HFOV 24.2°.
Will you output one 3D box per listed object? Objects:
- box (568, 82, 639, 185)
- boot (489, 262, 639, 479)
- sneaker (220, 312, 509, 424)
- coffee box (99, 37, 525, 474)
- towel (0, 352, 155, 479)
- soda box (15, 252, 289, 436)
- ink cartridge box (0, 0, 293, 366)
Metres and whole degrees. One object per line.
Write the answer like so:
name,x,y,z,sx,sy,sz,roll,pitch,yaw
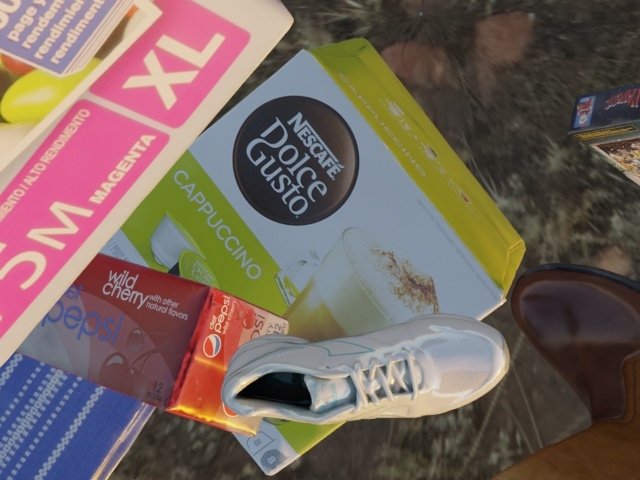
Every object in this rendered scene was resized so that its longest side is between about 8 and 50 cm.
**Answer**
box,0.372,-0.099,1.393,0.159,0.233,0.044,31,66,-35
boot,0.192,0.140,1.086,0.264,0.280,0.096,45,127,16
sneaker,0.022,0.073,0.769,0.152,0.061,0.054,-8,98,10
coffee box,0.000,0.000,1.716,0.334,0.338,0.337,-38,90,15
towel,-0.330,0.127,1.259,0.336,0.040,0.243,34,82,-2
soda box,-0.149,0.053,1.016,0.263,0.092,0.083,14,82,40
ink cartridge box,-0.164,-0.053,0.371,0.186,0.311,0.065,-48,53,15
